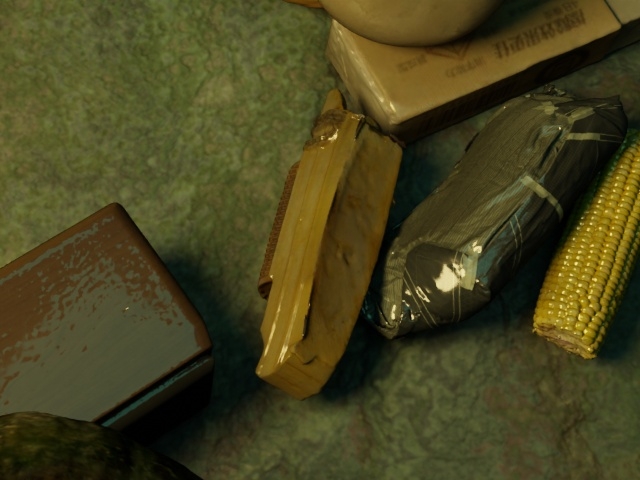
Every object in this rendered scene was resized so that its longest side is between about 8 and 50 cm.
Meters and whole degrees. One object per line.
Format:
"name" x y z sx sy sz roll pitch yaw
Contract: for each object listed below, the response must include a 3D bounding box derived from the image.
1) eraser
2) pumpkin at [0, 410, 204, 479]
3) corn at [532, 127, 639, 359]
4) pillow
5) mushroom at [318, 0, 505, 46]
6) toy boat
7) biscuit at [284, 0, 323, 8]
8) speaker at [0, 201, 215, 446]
"eraser" 0.185 -0.224 1.444 0.343 0.078 0.144 -23 72 -16
"pumpkin" -0.227 0.343 0.990 0.454 0.344 0.455 -1 96 -8
"corn" 0.277 0.000 1.359 0.081 0.081 0.248 24 66 4
"pillow" 0.165 -0.034 1.338 0.335 0.161 0.092 -49 120 -20
"mushroom" 0.088 -0.300 1.325 0.226 0.226 0.178 -4 31 -8
"toy boat" 0.000 0.000 1.312 0.089 0.115 0.310 30 65 -35
"biscuit" 0.002 -0.382 1.471 0.296 0.102 0.296 4 71 -11
"speaker" -0.229 0.109 1.217 0.231 0.153 0.192 -32 73 -18
